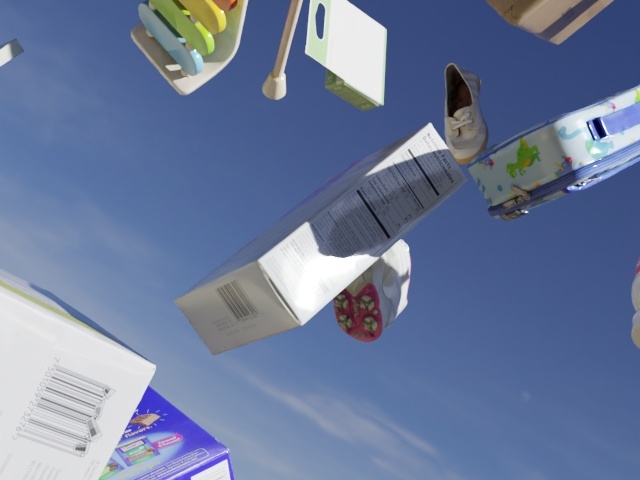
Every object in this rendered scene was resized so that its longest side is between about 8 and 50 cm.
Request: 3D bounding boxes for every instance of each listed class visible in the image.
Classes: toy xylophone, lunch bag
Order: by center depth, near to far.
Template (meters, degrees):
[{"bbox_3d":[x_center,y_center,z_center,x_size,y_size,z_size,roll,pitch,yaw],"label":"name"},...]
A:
[{"bbox_3d":[-0.125,-0.285,1.190,0.236,0.081,0.322,45,-28,22],"label":"toy xylophone"},{"bbox_3d":[0.291,-0.105,1.225,0.176,0.219,0.090,-28,-93,51],"label":"lunch bag"}]

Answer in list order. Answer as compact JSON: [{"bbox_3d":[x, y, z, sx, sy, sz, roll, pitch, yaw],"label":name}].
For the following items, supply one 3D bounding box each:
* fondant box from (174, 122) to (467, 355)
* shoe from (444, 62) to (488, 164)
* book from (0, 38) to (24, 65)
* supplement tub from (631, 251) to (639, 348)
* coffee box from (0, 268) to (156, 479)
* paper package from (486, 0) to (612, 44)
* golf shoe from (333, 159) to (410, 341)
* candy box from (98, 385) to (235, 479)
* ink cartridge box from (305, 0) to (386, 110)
[{"bbox_3d":[0.000,0.000,1.361,0.096,0.330,0.238,56,-34,-6],"label":"fondant box"},{"bbox_3d":[0.236,-0.217,1.808,0.076,0.219,0.058,-24,-48,27],"label":"shoe"},{"bbox_3d":[-0.535,-0.261,1.653,0.144,0.096,0.035,-12,-64,39],"label":"book"},{"bbox_3d":[0.540,0.027,1.479,0.191,0.272,0.191,16,-25,8],"label":"supplement tub"},{"bbox_3d":[-0.468,0.183,1.251,0.338,0.337,0.334,33,-7,-39],"label":"coffee box"},{"bbox_3d":[0.366,-0.438,1.501,0.168,0.309,0.325,55,23,9],"label":"paper package"},{"bbox_3d":[0.088,0.009,1.767,0.115,0.140,0.306,15,-65,35],"label":"golf shoe"},{"bbox_3d":[-0.316,0.339,1.572,0.317,0.268,0.122,27,-51,50],"label":"candy box"},{"bbox_3d":[0.035,-0.366,1.999,0.056,0.171,0.235,-12,-25,39],"label":"ink cartridge box"}]
